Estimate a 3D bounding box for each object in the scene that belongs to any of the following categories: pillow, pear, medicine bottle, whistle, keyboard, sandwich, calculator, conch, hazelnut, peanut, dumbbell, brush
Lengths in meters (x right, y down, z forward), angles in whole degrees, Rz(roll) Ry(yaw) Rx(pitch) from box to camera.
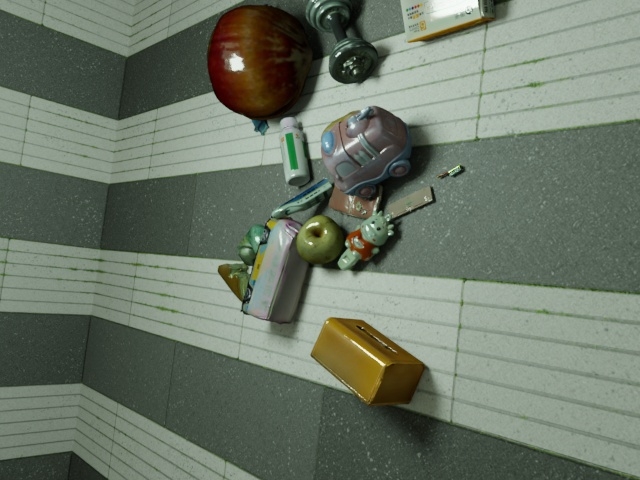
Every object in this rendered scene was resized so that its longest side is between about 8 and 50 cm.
[{"bbox_3d":[0.119,-0.143,1.869,0.232,0.043,0.126,20,96,47],"label":"pillow"},{"bbox_3d":[0.000,0.000,1.891,0.167,0.136,0.167,-8,64,17],"label":"pear"},{"bbox_3d":[-0.102,-0.338,2.097,0.095,0.095,0.260,-25,66,40],"label":"medicine bottle"},{"bbox_3d":[0.141,0.004,1.780,0.253,0.106,0.102,-47,36,29],"label":"whistle"},{"bbox_3d":[0.279,-0.113,1.718,0.166,0.017,0.055,-26,60,40],"label":"keyboard"},{"bbox_3d":[-0.335,0.149,2.247,0.244,0.090,0.088,47,118,40],"label":"sandwich"},{"bbox_3d":[-0.257,-0.506,2.342,0.094,0.019,0.141,-47,54,30],"label":"calculator"},{"bbox_3d":[-0.232,0.023,2.146,0.188,0.122,0.176,10,110,48],"label":"conch"},{"bbox_3d":[-0.246,-0.685,2.109,0.402,0.402,0.429,-6,72,45],"label":"hazelnut"},{"bbox_3d":[0.086,-0.374,1.908,0.226,0.095,0.108,-16,68,44],"label":"peanut"},{"bbox_3d":[0.070,-0.716,1.930,0.179,0.179,0.406,-38,57,35],"label":"dumbbell"},{"bbox_3d":[0.379,-0.196,1.628,0.083,0.019,0.021,-24,76,39],"label":"brush"}]

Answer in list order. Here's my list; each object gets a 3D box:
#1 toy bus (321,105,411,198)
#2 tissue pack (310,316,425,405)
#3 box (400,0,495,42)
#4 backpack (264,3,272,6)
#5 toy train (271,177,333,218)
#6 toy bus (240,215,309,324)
[{"bbox_3d":[0.126,-0.288,1.720,0.294,0.232,0.197,-30,50,31],"label":"toy bus"},{"bbox_3d":[0.137,0.353,1.648,0.274,0.194,0.145,30,104,44],"label":"tissue pack"},{"bbox_3d":[0.367,-0.727,1.642,0.274,0.091,0.221,3,107,45],"label":"box"},{"bbox_3d":[-0.250,-0.894,2.324,0.120,0.106,0.165,-10,47,47],"label":"backpack"},{"bbox_3d":[-0.064,-0.134,1.960,0.234,0.052,0.051,-32,56,-4],"label":"toy train"},{"bbox_3d":[-0.139,0.109,2.008,0.162,0.171,0.386,19,94,41],"label":"toy bus"}]
